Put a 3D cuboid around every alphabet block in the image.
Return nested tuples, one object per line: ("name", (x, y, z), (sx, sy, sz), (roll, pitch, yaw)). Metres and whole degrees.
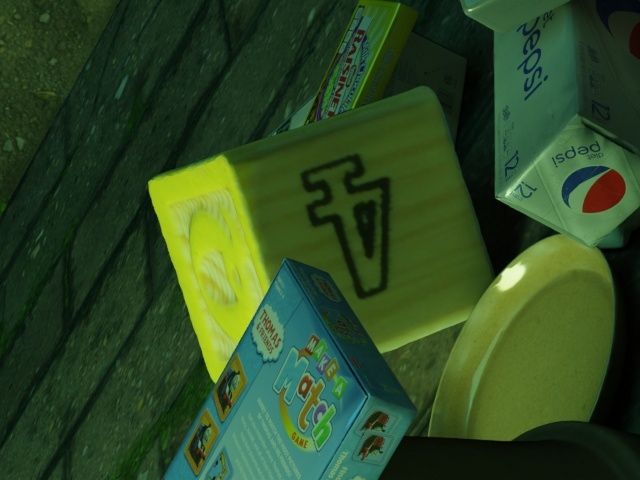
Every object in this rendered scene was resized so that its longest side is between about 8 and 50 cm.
("alphabet block", (0.000, 0.000, 1.494), (0.192, 0.197, 0.193), (-14, 95, 66))

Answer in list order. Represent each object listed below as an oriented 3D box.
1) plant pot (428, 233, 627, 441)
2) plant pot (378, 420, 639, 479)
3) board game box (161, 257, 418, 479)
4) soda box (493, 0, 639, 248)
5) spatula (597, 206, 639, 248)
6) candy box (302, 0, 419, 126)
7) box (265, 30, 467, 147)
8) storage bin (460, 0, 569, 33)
("plant pot", (0.155, 0.109, 1.335), (0.236, 0.032, 0.236), (-50, 27, 37))
("plant pot", (0.080, 0.214, 1.089), (0.263, 0.229, 0.263), (-41, 38, 43))
("board game box", (-0.034, 0.138, 1.054), (0.211, 0.039, 0.160), (-61, 29, 17))
("soda box", (0.193, -0.133, 1.359), (0.098, 0.091, 0.286), (-48, 24, 36))
("spatula", (0.258, -0.075, 1.295), (0.242, 0.019, 0.168), (-5, 62, 68))
("candy box", (0.021, -0.124, 1.666), (0.206, 0.027, 0.105), (-66, 24, 1))
("box", (0.020, -0.065, 1.769), (0.290, 0.087, 0.169), (-38, 35, 52))
("storage bin", (0.154, -0.212, 1.312), (0.135, 0.098, 0.091), (-24, 64, 31))
